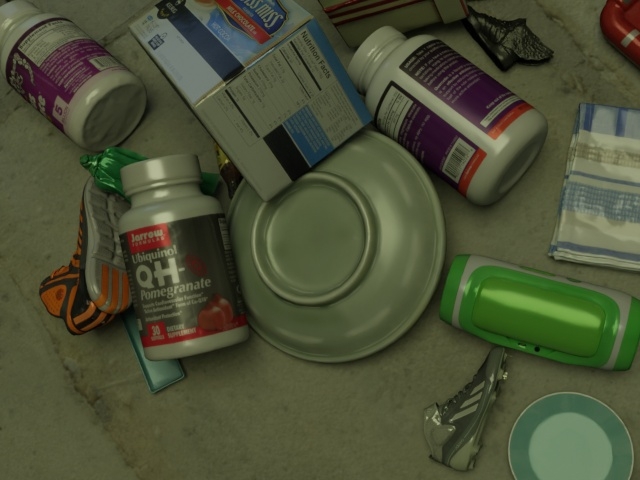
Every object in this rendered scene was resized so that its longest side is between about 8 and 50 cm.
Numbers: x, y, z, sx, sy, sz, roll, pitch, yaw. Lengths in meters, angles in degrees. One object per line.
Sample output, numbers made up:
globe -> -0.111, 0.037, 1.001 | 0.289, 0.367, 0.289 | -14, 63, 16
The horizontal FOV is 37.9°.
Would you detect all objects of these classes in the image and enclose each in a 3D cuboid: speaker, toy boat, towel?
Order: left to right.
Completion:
speaker -> 0.343, 0.111, 1.455 | 0.297, 0.131, 0.131 | 15, 78, 15
towel -> 0.501, -0.085, 1.525 | 0.209, 0.034, 0.284 | 11, 77, 13
toy boat -> 0.574, -0.356, 1.521 | 0.151, 0.151, 0.231 | -42, 71, -2

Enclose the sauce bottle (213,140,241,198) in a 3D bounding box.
sauce bottle -> -0.163, -0.137, 1.670 | 0.042, 0.042, 0.128 | -16, 70, 7

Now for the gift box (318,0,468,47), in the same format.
gift box -> 0.117, -0.524, 1.588 | 0.258, 0.255, 0.276 | -12, 71, 18

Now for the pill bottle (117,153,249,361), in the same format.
pill bottle -> -0.232, 0.026, 1.530 | 0.176, 0.176, 0.318 | -12, 89, 8

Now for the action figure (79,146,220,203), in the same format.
action figure -> -0.308, -0.098, 1.627 | 0.232, 0.063, 0.137 | 24, 77, -16

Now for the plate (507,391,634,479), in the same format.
plate -> 0.385, 0.329, 1.440 | 0.188, 0.024, 0.188 | -3, 74, 10

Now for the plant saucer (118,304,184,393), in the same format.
plant saucer -> -0.299, 0.168, 1.628 | 0.067, 0.018, 0.192 | -28, 72, 3

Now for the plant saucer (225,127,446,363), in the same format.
plant saucer -> 0.000, 0.000, 1.521 | 0.401, 0.100, 0.400 | -3, 83, 23

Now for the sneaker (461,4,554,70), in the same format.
sneaker -> 0.323, -0.363, 1.630 | 0.089, 0.051, 0.170 | -35, 76, 0

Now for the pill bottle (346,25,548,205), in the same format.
pill bottle -> 0.202, -0.216, 1.544 | 0.323, 0.181, 0.181 | 41, 86, 19

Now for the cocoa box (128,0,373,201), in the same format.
cocoa box -> -0.119, -0.278, 1.533 | 0.228, 0.231, 0.347 | -38, 42, -2

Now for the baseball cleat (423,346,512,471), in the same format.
baseball cleat -> 0.221, 0.254, 1.457 | 0.110, 0.072, 0.205 | 18, 88, 16

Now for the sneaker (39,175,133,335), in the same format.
sneaker -> -0.413, 0.021, 1.635 | 0.180, 0.125, 0.321 | -33, 42, 31

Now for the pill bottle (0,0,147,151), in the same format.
pill bottle -> -0.476, -0.310, 1.715 | 0.301, 0.169, 0.169 | 40, 86, 19
